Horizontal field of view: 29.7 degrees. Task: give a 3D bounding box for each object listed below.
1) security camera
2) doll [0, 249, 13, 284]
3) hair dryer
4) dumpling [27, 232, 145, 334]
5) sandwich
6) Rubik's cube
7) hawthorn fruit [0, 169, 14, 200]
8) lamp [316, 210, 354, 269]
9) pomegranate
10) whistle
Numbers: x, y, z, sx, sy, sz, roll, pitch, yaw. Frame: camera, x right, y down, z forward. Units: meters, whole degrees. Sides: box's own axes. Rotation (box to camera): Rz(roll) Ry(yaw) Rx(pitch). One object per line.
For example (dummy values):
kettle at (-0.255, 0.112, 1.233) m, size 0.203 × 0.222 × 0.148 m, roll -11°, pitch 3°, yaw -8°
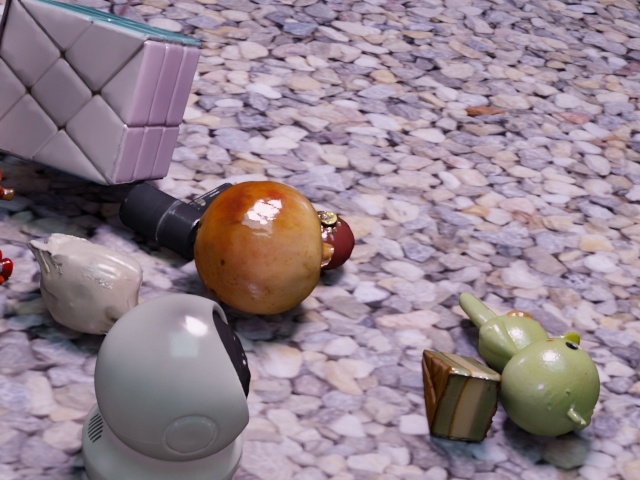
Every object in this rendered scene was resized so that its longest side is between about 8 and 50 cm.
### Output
security camera at (-0.170, 0.171, 1.360) m, size 0.194 × 0.236 × 0.194 m, roll 8°, pitch 35°, yaw -5°
doll at (-0.493, 0.047, 1.565) m, size 0.194 × 0.062 × 0.104 m, roll -18°, pitch 64°, yaw -47°
hair dryer at (-0.189, -0.055, 1.801) m, size 0.124 × 0.071 × 0.219 m, roll 29°, pitch 32°, yaw 19°
dumpling at (-0.295, 0.055, 1.581) m, size 0.199 × 0.118 × 0.136 m, roll 42°, pitch 21°, yaw -9°
sandwich at (0.186, 0.166, 1.586) m, size 0.079 × 0.113 × 0.163 m, roll 10°, pitch 36°, yaw -6°
Rubik's cube at (-0.332, -0.218, 1.758) m, size 0.231 × 0.221 × 0.224 m, roll 19°, pitch 10°, yaw 13°
hawthorn fruit at (-0.516, -0.088, 1.654) m, size 0.188 × 0.169 × 0.169 m, roll 3°, pitch 38°, yaw -13°
lamp at (0.000, 0.000, 1.763) m, size 0.101 × 0.090 × 0.101 m, roll 10°, pitch 35°, yaw -7°
pomegranate at (-0.081, 0.013, 1.651) m, size 0.191 × 0.191 × 0.191 m, roll 9°, pitch 37°, yaw -7°
whistle at (0.284, 0.148, 1.625) m, size 0.141 × 0.141 × 0.294 m, roll 0°, pitch 39°, yaw -18°
